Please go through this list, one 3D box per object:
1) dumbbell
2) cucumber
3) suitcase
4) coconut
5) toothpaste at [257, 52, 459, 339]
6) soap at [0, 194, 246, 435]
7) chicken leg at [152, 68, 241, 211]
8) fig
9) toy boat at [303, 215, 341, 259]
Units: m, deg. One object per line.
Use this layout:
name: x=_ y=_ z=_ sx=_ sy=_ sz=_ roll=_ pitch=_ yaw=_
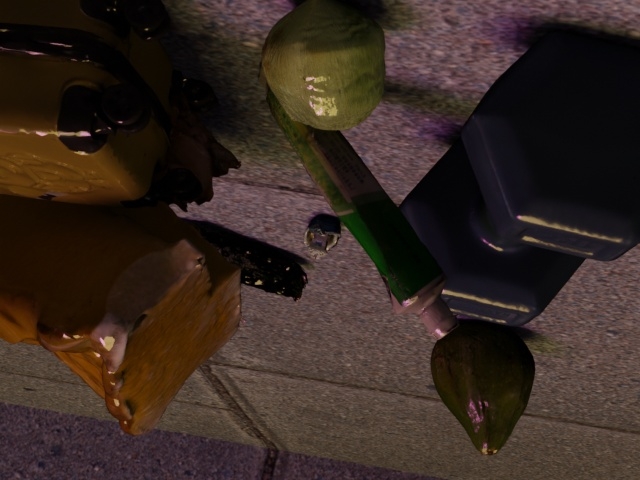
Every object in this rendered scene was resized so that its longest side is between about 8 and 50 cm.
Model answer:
dumbbell: x=0.155 y=-0.036 z=1.241 sx=0.144 sy=0.156 sz=0.316 roll=41 pitch=164 yaw=2
cucumber: x=-0.084 y=0.023 z=1.820 sx=0.181 sy=0.053 sz=0.053 roll=19 pitch=163 yaw=-37
suitcase: x=-0.205 y=-0.116 z=1.191 sx=0.235 sy=0.143 sz=0.194 roll=7 pitch=166 yaw=12
coconut: x=0.003 y=-0.121 z=1.143 sx=0.088 sy=0.096 sz=0.088 roll=-9 pitch=-162 yaw=3
toothpaste: x=0.025 y=-0.032 z=1.272 sx=0.248 sy=0.047 sz=0.078 roll=56 pitch=170 yaw=6
soap: x=-0.235 y=-0.019 z=1.342 sx=0.339 sy=0.169 sz=0.304 roll=39 pitch=165 yaw=11
chicken leg: x=-0.127 y=-0.083 z=1.378 sx=0.101 sy=0.085 sz=0.207 roll=41 pitch=165 yaw=14
fig: x=0.189 y=0.177 z=1.990 sx=0.123 sy=0.156 sz=0.123 roll=6 pitch=161 yaw=2
toy boat: x=0.000 y=0.000 z=1.693 sx=0.038 sy=0.038 sz=0.083 roll=12 pitch=164 yaw=-5
